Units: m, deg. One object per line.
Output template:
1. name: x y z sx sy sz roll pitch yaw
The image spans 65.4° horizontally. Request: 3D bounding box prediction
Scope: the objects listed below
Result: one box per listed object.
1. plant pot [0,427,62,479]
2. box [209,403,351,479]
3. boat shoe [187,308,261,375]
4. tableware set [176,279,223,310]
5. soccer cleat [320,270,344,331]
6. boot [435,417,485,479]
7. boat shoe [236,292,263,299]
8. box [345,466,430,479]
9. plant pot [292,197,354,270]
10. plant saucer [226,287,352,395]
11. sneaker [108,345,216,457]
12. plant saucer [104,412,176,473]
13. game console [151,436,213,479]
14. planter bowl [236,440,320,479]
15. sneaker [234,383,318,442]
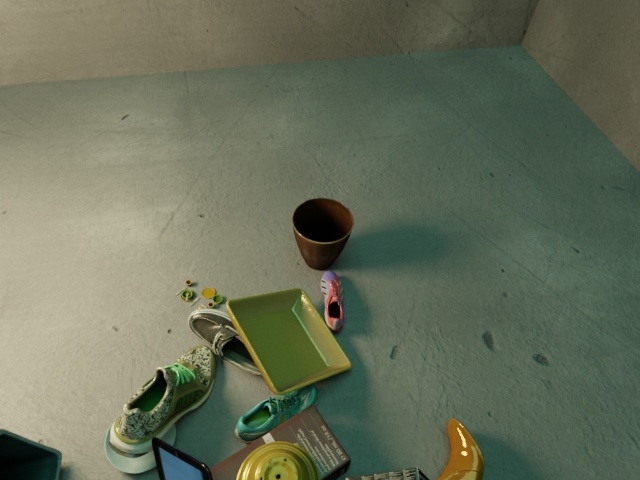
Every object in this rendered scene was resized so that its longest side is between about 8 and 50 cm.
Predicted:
1. plant pot: -0.842 0.642 1.220 0.253 0.247 0.247 -16 52 6
2. box: -0.127 0.635 1.345 0.382 0.143 0.191 -27 58 -22
3. boat shoe: -0.287 0.316 1.578 0.336 0.121 0.119 23 12 12
4. tableware set: -0.424 0.192 1.754 0.154 0.024 0.104 33 55 21
5. soccer cleat: 0.046 0.201 1.741 0.083 0.095 0.247 3 52 -6
6. boot: 0.359 0.664 1.384 0.212 0.104 0.295 -13 57 -16
7. boat shoe: -0.209 0.217 1.734 0.190 0.068 0.072 6 38 -13
8. box: 0.184 0.643 1.295 0.191 0.184 0.045 -16 48 16
9. plant pot: 0.000 0.000 1.814 0.216 0.230 0.215 3 50 -3
10. plant saucer: -0.108 0.318 1.564 0.333 0.081 0.332 -5 51 -47
11. sneaker: -0.425 0.419 1.432 0.158 0.181 0.410 24 33 10
12. plant saucer: -0.512 0.569 1.428 0.195 0.037 0.194 3 50 -3
13. game console: -0.371 0.655 1.192 0.293 0.173 0.250 -4 39 47
14. planter bowl: -0.103 0.596 1.235 0.218 0.090 0.217 3 50 -3
15. sneaker: -0.122 0.503 1.470 0.276 0.109 0.107 -25 57 -24
